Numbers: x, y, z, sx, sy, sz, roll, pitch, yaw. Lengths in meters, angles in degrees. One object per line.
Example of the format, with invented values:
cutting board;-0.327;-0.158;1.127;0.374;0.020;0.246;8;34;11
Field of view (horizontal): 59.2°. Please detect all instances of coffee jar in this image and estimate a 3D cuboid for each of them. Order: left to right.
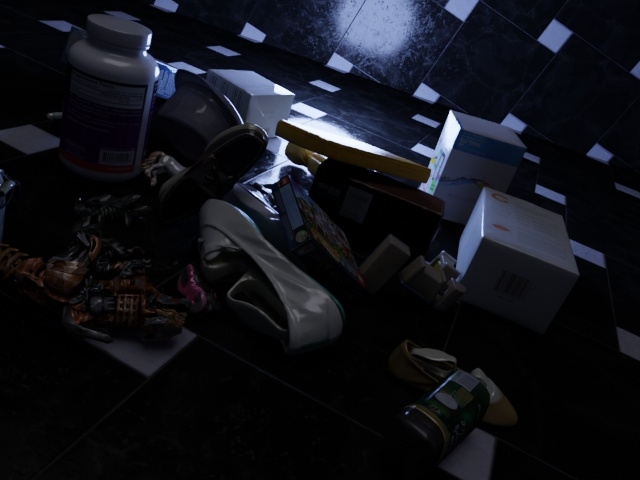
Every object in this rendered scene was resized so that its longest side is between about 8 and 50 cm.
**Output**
coffee jar;0.167;0.263;0.812;0.079;0.096;0.184;33;31;31

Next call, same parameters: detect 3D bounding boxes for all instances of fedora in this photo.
fedora;-0.322;-0.295;1.442;0.275;0.243;0.124;37;60;15

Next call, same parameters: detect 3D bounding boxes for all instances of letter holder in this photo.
letter holder;0.136;-0.086;1.377;0.302;0.152;0.214;22;26;6

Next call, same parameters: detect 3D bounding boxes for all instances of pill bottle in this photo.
pill bottle;-0.449;-0.299;1.202;0.182;0.322;0.181;15;27;-8

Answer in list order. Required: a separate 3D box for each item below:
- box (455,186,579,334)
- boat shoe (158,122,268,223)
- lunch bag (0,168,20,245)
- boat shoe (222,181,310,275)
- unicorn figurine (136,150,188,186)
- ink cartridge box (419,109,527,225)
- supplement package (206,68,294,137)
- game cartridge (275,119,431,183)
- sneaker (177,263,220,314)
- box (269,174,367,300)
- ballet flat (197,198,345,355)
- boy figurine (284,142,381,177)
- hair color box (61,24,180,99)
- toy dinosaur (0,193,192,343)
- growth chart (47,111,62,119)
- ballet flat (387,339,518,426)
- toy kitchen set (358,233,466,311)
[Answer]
box;0.454;0.032;1.340;0.215;0.168;0.345;22;28;7
boat shoe;-0.218;-0.123;1.124;0.103;0.285;0.092;43;28;-36
lunch bag;-0.532;0.011;0.654;0.305;0.256;0.212;8;30;-21
boat shoe;-0.075;-0.031;1.158;0.158;0.127;0.340;-10;38;-32
unicorn figurine;-0.319;-0.143;1.264;0.162;0.060;0.111;46;52;-19
ink cartridge box;0.434;-0.205;1.650;0.197;0.270;0.198;15;27;-4
supplement package;-0.231;-0.427;1.763;0.203;0.149;0.194;35;31;28
game cartridge;0.073;-0.225;1.400;0.285;0.052;0.324;10;13;-30
sneaker;-0.206;0.087;0.966;0.057;0.047;0.119;24;20;-40
box;0.000;0.000;1.064;0.233;0.044;0.159;43;20;-50
ballet flat;-0.130;0.055;0.990;0.139;0.139;0.400;-13;43;-46
boy figurine;0.033;-0.219;1.619;0.285;0.092;0.177;30;32;13
hair color box;-0.559;-0.508;1.655;0.174;0.105;0.347;25;11;13
toy dinosaur;-0.349;0.043;0.847;0.322;0.164;0.218;34;40;-18
growth chart;-0.579;-0.326;1.417;0.172;0.021;0.237;-4;19;2
ballet flat;0.225;0.233;0.927;0.232;0.073;0.080;22;28;5
toy kitchen set;0.188;0.064;1.209;0.207;0.122;0.166;35;24;-14
